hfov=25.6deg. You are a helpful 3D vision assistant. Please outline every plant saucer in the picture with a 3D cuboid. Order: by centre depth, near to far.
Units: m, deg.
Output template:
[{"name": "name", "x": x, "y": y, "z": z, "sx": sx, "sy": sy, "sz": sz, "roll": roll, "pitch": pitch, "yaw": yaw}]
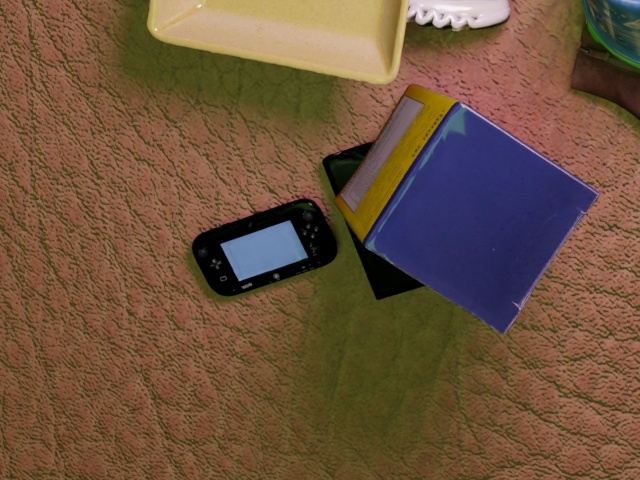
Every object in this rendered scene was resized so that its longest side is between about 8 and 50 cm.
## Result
[{"name": "plant saucer", "x": -0.031, "y": -0.385, "z": 1.723, "sx": 0.333, "sy": 0.081, "sz": 0.332, "roll": 13, "pitch": 107, "yaw": 15}]

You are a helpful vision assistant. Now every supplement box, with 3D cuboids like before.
[{"name": "supplement box", "x": 0.162, "y": -0.051, "z": 1.701, "sx": 0.195, "sy": 0.356, "sz": 0.194, "roll": 32, "pitch": 96, "yaw": -10}]

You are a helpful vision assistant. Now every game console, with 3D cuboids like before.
[{"name": "game console", "x": 0.000, "y": 0.000, "z": 1.953, "sx": 0.361, "sy": 0.044, "sz": 0.213, "roll": -18, "pitch": 103, "yaw": 18}]

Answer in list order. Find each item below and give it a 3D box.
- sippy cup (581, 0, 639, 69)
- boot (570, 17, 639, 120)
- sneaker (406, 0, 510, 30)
[{"name": "sippy cup", "x": 0.398, "y": -0.324, "z": 1.623, "sx": 0.305, "sy": 0.224, "sz": 0.240, "roll": -7, "pitch": 83, "yaw": 21}, {"name": "boot", "x": 0.423, "y": -0.175, "z": 1.796, "sx": 0.207, "sy": 0.090, "sz": 0.248, "roll": 15, "pitch": 112, "yaw": 20}, {"name": "sneaker", "x": 0.104, "y": -0.339, "z": 1.791, "sx": 0.292, "sy": 0.110, "sz": 0.118, "roll": 15, "pitch": 101, "yaw": 7}]
